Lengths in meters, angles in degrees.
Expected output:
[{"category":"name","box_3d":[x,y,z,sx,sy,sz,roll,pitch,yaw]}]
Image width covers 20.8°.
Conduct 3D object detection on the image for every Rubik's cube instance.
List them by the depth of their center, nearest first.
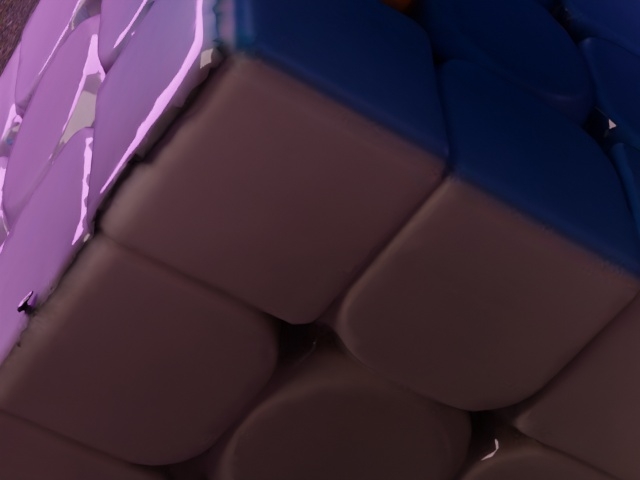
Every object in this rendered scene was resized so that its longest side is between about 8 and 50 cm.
[{"category":"Rubik's cube","box_3d":[0.000,0.000,0.808,0.291,0.291,0.290,-52,26,30]}]
